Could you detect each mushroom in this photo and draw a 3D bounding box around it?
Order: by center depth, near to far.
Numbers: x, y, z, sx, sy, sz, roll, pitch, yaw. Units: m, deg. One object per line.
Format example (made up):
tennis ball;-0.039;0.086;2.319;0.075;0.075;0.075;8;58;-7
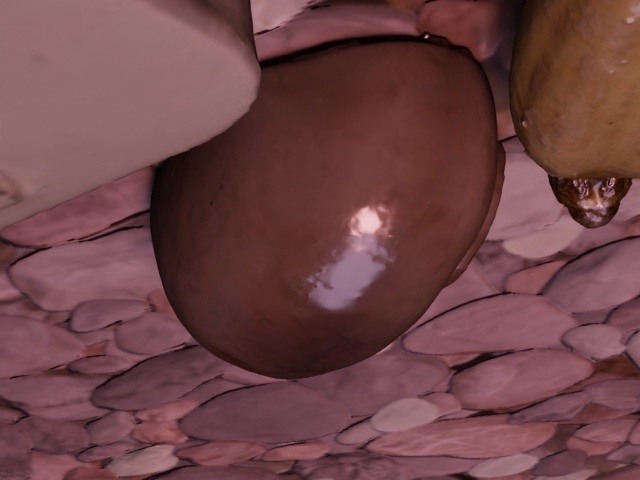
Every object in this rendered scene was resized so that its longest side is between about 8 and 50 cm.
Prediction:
mushroom;0.000;0.000;0.758;0.141;0.117;0.188;22;145;-22

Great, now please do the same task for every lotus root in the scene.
lotus root;0.121;-0.077;0.670;0.090;0.077;0.183;5;145;-7

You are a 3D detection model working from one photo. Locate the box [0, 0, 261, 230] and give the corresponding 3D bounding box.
box;-0.272;-0.073;0.523;0.396;0.111;0.396;-21;153;29
